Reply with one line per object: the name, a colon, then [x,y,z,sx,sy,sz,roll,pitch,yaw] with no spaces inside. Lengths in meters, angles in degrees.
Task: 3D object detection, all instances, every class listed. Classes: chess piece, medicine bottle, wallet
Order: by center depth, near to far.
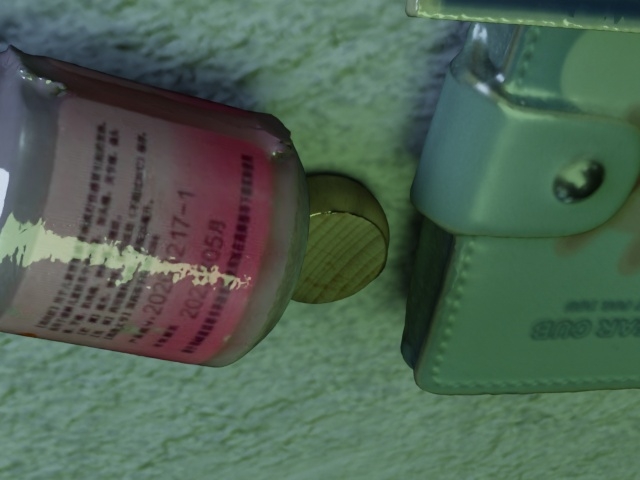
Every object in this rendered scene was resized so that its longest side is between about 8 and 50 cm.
medicine bottle: [-0.138,-0.021,0.715,0.247,0.147,0.147,12,128,-25]
wallet: [0.178,-0.051,0.815,0.252,0.083,0.360,1,127,-17]
chess piece: [0.000,0.000,0.845,0.083,0.038,0.084,-7,135,-7]

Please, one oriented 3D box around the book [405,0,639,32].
book: [0.205,-0.205,0.664,0.322,0.018,0.228,2,106,-16]
